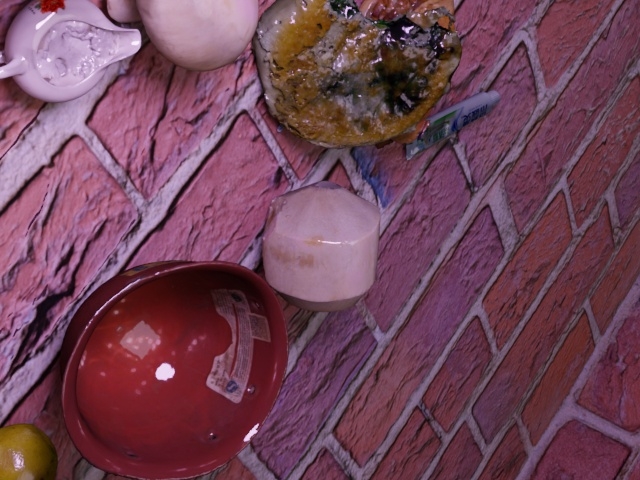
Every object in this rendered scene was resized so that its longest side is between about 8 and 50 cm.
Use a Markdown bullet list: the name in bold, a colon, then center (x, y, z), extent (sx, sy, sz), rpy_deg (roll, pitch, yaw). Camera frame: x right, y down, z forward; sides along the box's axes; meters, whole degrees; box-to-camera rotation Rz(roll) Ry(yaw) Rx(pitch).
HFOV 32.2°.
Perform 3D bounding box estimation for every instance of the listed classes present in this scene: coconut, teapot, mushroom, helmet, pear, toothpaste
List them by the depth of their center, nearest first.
- **teapot**: center (-0.352, -0.249, 1.448), extent (0.226, 0.092, 0.145), rpy_deg (-27, 127, -31)
- **mushroom**: center (-0.194, -0.346, 1.532), extent (0.246, 0.202, 0.246), rpy_deg (-15, 90, -82)
- **pear**: center (-0.448, 0.346, 1.646), extent (0.141, 0.104, 0.141), rpy_deg (-28, 132, -37)
- **helmet**: center (-0.260, 0.171, 1.685), extent (0.385, 0.230, 0.337), rpy_deg (-11, 111, -35)
- **coconut**: center (0.001, -0.001, 1.952), extent (0.241, 0.241, 0.241), rpy_deg (-29, 130, -42)
- **toothpaste**: center (0.276, -0.252, 2.321), extent (0.297, 0.048, 0.075), rpy_deg (-30, 130, -37)

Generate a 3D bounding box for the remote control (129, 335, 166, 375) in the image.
- **remote control**: center (-0.261, 0.204, 1.866), extent (0.285, 0.038, 0.123), rpy_deg (-50, 142, -23)

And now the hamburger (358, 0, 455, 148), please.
- **hamburger**: center (0.141, -0.335, 2.000), extent (0.282, 0.155, 0.245), rpy_deg (-52, 138, -10)

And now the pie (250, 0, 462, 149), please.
- **pie**: center (0.052, -0.287, 1.859), extent (0.371, 0.078, 0.296), rpy_deg (8, 124, -24)

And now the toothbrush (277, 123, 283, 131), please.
- **toothbrush**: center (-0.036, -0.239, 1.942), extent (0.131, 0.011, 0.013), rpy_deg (-53, 163, -21)
